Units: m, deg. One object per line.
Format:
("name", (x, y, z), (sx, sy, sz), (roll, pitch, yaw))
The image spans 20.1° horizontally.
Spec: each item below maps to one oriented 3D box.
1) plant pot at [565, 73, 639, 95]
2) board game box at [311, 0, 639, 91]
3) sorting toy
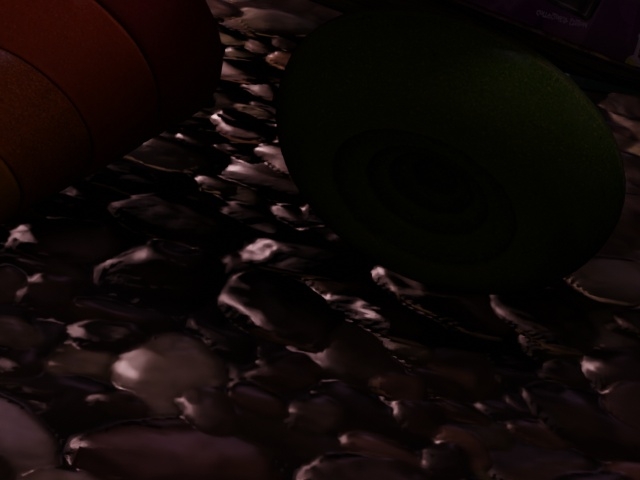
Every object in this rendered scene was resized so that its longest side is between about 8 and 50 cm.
("plant pot", (0.216, -0.207, 0.938), (0.165, 0.234, 0.166), (7, 24, -11))
("board game box", (0.021, -0.117, 0.724), (0.208, 0.056, 0.347), (12, 7, -25))
("sorting toy", (0.000, 0.000, 0.600), (0.365, 0.127, 0.126), (21, 55, 12))
